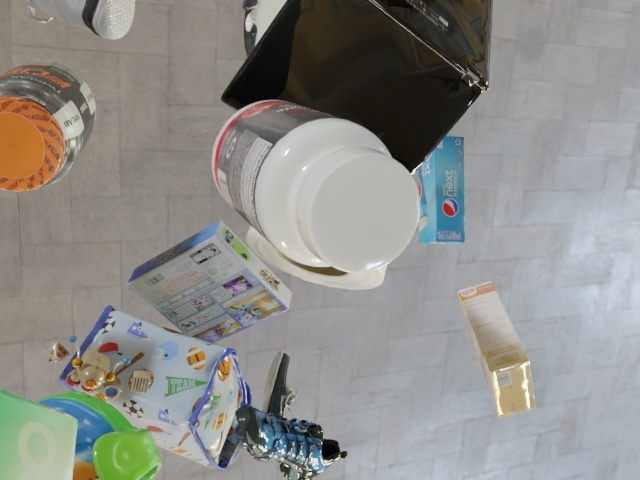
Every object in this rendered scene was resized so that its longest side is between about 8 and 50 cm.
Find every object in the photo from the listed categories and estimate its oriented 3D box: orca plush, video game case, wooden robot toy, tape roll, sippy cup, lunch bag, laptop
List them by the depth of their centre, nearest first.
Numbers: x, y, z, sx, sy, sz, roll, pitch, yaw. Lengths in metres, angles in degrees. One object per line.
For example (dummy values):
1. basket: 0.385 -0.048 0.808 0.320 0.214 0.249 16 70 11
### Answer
1. sippy cup: -0.347 0.301 0.759 0.305 0.240 0.224 -62 160 5
2. wooden robot toy: -0.354 0.218 1.067 0.173 0.079 0.076 28 100 -21
3. laptop: 0.087 -0.357 1.201 0.382 0.236 0.407 28 57 -29
4. tape roll: 0.000 0.000 1.347 0.286 0.286 0.100 28 67 -29
5. video game case: -0.242 0.105 1.497 0.270 0.061 0.244 -26 121 26
6. lunch bag: -0.342 0.354 1.543 0.385 0.328 0.239 85 27 -51
7. orca plush: -0.150 -0.569 1.785 0.151 0.102 0.287 -13 118 -28

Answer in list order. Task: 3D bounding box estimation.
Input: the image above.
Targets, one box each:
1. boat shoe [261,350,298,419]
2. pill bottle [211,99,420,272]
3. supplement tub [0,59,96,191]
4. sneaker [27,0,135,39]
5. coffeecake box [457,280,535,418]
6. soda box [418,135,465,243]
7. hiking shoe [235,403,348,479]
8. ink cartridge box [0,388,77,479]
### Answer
1. boat shoe: -0.105 0.407 1.703 0.079 0.095 0.254 13 70 -7
2. pill bottle: -0.013 -0.071 0.841 0.176 0.318 0.176 -8 110 -22
3. supplement tub: -0.555 -0.223 1.309 0.207 0.338 0.207 -4 114 -10
4. sneaker: -0.459 -0.560 1.231 0.210 0.137 0.365 9 116 10
5. coffeecake box: 0.306 0.188 1.187 0.068 0.185 0.142 -17 130 5
6. soda box: 0.238 -0.098 1.339 0.067 0.071 0.210 2 87 -20
7. hiking shoe: -0.066 0.407 1.425 0.132 0.113 0.304 -32 135 7
8. ink cartridge box: -0.204 0.180 0.341 0.056 0.224 0.181 -15 149 11
